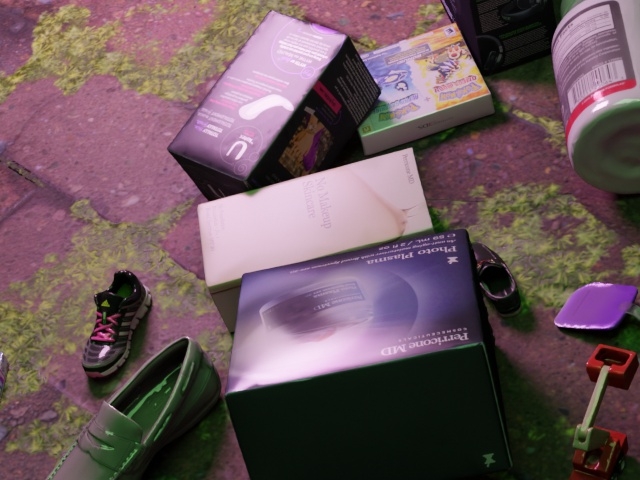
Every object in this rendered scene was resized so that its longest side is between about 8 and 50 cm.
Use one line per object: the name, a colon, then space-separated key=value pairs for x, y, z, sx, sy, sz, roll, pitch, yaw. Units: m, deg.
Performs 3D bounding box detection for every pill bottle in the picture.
pill bottle: x=0.414 y=-0.231 z=2.052 sx=0.176 sy=0.176 sz=0.318 roll=-9 pitch=46 yaw=10

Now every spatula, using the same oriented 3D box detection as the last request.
spatula: x=0.434 y=0.108 z=1.824 sx=0.296 sy=0.030 sz=0.084 roll=17 pitch=53 yaw=31

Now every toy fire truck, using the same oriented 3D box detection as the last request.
toy fire truck: x=0.310 y=0.229 z=1.675 sx=0.047 sy=0.135 sz=0.192 roll=13 pitch=53 yaw=28

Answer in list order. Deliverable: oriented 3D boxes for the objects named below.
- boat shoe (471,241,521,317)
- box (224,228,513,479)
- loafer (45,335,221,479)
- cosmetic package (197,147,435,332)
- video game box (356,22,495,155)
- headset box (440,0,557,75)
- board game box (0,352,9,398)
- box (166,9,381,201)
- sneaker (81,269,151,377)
boat shoe: x=0.226 y=0.043 z=1.949 sx=0.049 sy=0.042 sz=0.133 roll=-24 pitch=43 yaw=-2
box: x=0.058 y=0.146 z=1.748 sx=0.296 sy=0.182 sz=0.294 roll=-12 pitch=26 yaw=7
loafer: x=-0.256 y=0.248 z=1.862 sx=0.112 sy=0.111 sz=0.319 roll=23 pitch=58 yaw=34
cosmetic package: x=0.000 y=0.000 z=2.010 sx=0.310 sy=0.113 sz=0.160 roll=-16 pitch=49 yaw=5
video game box: x=0.138 y=-0.230 z=2.236 sx=0.205 sy=0.048 sz=0.187 roll=-19 pitch=47 yaw=1
headset box: x=0.245 y=-0.441 z=2.233 sx=0.131 sy=0.283 sz=0.246 roll=-20 pitch=45 yaw=-1
board game box: x=-0.515 y=0.211 z=2.044 sx=0.154 sy=0.026 sz=0.103 roll=-7 pitch=46 yaw=12
box: x=-0.063 y=-0.174 z=2.146 sx=0.165 sy=0.143 sz=0.270 roll=24 pitch=71 yaw=36
sneaker: x=-0.288 y=0.109 z=2.032 sx=0.063 sy=0.074 sz=0.170 roll=6 pitch=50 yaw=23
